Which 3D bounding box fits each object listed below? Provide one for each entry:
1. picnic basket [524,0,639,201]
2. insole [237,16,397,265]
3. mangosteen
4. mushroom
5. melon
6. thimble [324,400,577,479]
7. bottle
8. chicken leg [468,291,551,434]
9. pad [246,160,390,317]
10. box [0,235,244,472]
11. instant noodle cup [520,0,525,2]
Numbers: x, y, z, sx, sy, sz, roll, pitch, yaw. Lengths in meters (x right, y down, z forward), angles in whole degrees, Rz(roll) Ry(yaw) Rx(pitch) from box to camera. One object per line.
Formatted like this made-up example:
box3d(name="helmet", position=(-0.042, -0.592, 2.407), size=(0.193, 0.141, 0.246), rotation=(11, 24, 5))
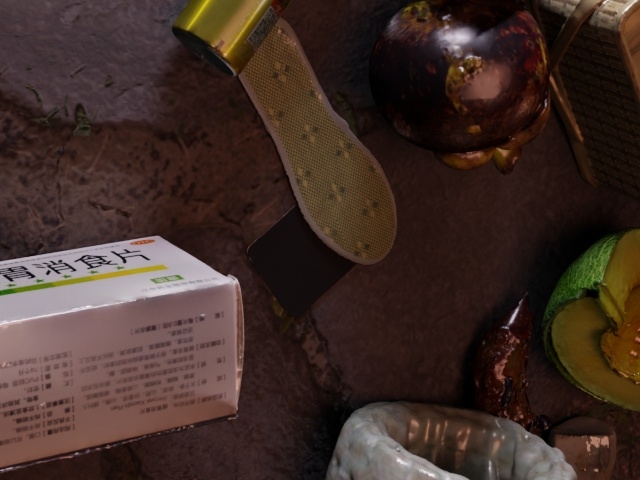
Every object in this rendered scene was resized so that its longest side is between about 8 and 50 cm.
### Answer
box3d(name="picnic basket", position=(0.388, -0.218, 1.579), size=(0.228, 0.175, 0.313), rotation=(-39, 127, -15))
box3d(name="insole", position=(-0.001, -0.098, 1.467), size=(0.109, 0.007, 0.322), rotation=(-39, 121, -17))
box3d(name="mangosteen", position=(0.153, -0.155, 1.438), size=(0.192, 0.192, 0.217), rotation=(-36, 125, -18))
box3d(name="mushroom", position=(0.322, 0.338, 1.768), size=(0.092, 0.081, 0.223), rotation=(-5, 111, -50))
box3d(name="melon", position=(0.362, 0.087, 1.696), size=(0.265, 0.129, 0.169), rotation=(49, 49, -33))
box3d(name="thimble", position=(0.142, 0.309, 1.518), size=(0.292, 0.291, 0.195), rotation=(4, 104, -33))
box3d(name="bottle", position=(-0.032, -0.297, 1.340), size=(0.082, 0.082, 0.286), rotation=(39, 83, -35))
box3d(name="chicken leg", position=(0.228, 0.183, 1.668), size=(0.105, 0.063, 0.233), rotation=(-26, 116, -36))
box3d(name="pad", position=(0.000, 0.000, 1.503), size=(0.157, 0.003, 0.112), rotation=(-42, 122, -15))
box3d(name="box", position=(-0.255, 0.105, 1.272), size=(0.333, 0.173, 0.145), rotation=(-10, 108, -30))
box3d(name="instant noodle cup", position=(0.143, -0.365, 1.388), size=(0.274, 0.091, 0.274), rotation=(-8, 90, -66))
